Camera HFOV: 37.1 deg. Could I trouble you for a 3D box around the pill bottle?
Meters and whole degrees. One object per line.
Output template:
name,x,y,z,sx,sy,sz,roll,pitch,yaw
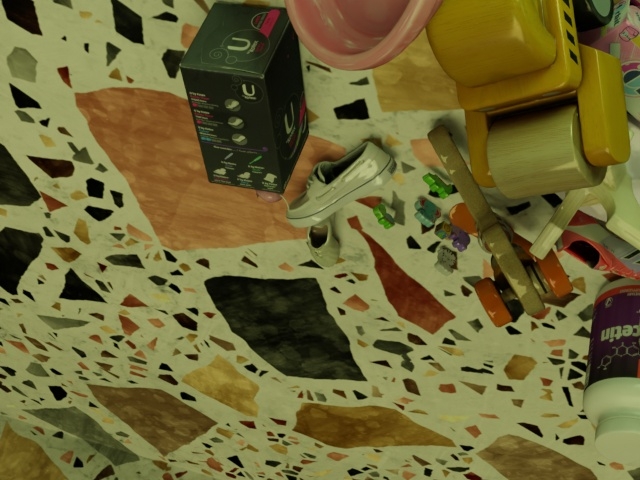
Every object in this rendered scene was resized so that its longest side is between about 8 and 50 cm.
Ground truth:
pill bottle,0.577,0.236,1.731,0.182,0.322,0.181,12,143,9

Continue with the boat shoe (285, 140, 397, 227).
boat shoe,0.020,-0.108,1.742,0.258,0.095,0.084,-30,119,33

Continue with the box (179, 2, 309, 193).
box,-0.116,-0.229,1.568,0.144,0.165,0.270,9,143,13

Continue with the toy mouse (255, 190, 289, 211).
toy mouse,-0.114,-0.122,1.781,0.143,0.031,0.160,-7,110,42

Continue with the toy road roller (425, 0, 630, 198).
toy road roller,0.259,-0.225,1.261,0.203,0.329,0.241,-9,176,39

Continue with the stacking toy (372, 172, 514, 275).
stacking toy,0.227,-0.033,1.775,0.221,0.052,0.167,37,139,-20

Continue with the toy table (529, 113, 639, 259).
toy table,0.414,-0.095,1.449,0.274,0.161,0.252,25,127,16

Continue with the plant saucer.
plant saucer,0.067,-0.383,1.216,0.084,0.332,0.332,-4,158,-35

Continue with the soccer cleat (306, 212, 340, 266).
soccer cleat,0.000,0.000,1.890,0.068,0.076,0.196,11,144,11

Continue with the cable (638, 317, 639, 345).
cable,0.691,0.107,1.602,0.257,0.089,0.257,15,107,-17

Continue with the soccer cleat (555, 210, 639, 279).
soccer cleat,0.520,0.031,1.683,0.248,0.095,0.083,27,143,-11

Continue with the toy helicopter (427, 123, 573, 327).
toy helicopter,0.283,-0.037,1.612,0.140,0.235,0.355,-29,91,12

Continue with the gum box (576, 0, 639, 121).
gum box,0.463,-0.250,1.370,0.188,0.062,0.107,35,141,-20
